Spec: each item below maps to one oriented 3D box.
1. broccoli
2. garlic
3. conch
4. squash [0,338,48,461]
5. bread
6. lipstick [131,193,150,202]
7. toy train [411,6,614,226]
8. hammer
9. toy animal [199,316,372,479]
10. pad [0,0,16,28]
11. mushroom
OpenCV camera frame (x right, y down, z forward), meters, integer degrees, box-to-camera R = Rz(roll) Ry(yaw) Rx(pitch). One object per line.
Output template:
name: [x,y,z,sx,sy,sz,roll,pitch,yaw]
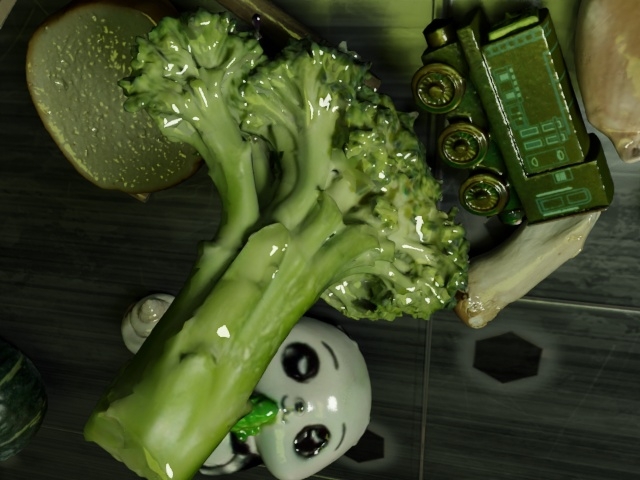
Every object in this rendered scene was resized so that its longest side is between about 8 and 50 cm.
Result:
broccoli: [-0.018,0.029,0.579,0.353,0.396,0.275,5,156,-13]
garlic: [0.321,-0.177,0.500,0.217,0.110,0.228,46,117,-2]
conch: [-0.239,0.143,0.907,0.105,0.094,0.176,-5,149,4]
squash: [-0.599,0.269,1.028,0.252,0.165,0.252,6,125,9]
bread: [-0.219,-0.165,0.686,0.236,0.070,0.236,7,125,11]
lipstick: [-0.267,-0.080,0.787,0.094,0.019,0.019,29,126,-4]
toy train: [0.182,-0.117,0.578,0.137,0.090,0.225,-13,119,33]
hammer: [-0.092,-0.257,0.610,0.365,0.043,0.111,33,124,-10]
toy animal: [-0.069,0.210,0.808,0.267,0.212,0.212,-13,118,28]
pad: [-0.457,-0.299,0.707,0.176,0.002,0.266,45,124,-15]
mushroom: [0.226,0.015,0.680,0.071,0.084,0.209,10,134,-47]
